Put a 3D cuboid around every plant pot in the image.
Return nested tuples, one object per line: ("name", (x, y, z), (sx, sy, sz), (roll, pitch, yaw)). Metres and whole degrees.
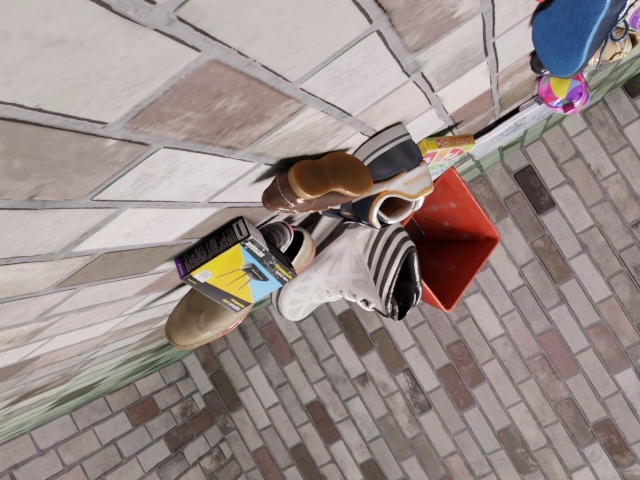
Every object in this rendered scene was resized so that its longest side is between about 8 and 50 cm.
("plant pot", (0.257, -0.009, 1.684), (0.267, 0.267, 0.235), (-50, -154, -20))

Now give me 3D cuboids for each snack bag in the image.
("snack bag", (0.536, -0.323, 1.706), (0.342, 0.037, 0.323), (-33, 173, 16))

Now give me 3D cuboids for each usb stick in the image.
("usb stick", (0.435, -0.322, 1.147), (0.077, 0.045, 0.278), (-34, 173, 31))

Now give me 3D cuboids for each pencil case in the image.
("pencil case", (0.531, -0.321, 1.393), (0.104, 0.105, 0.236), (-34, 174, 28))

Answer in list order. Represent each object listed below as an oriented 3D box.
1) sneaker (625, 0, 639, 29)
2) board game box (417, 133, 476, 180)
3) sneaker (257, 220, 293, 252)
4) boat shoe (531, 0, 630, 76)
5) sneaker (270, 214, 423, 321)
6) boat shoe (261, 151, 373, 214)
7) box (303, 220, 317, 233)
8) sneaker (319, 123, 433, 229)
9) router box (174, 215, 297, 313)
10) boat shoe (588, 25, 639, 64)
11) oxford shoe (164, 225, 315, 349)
("sneaker", (0.598, -0.409, 1.114), (0.068, 0.071, 0.170), (-29, 175, -12))
("board game box", (0.207, -0.148, 1.375), (0.124, 0.039, 0.259), (-11, 166, -27))
("sneaker", (-0.126, 0.021, 1.135), (0.170, 0.063, 0.075), (-27, -179, 10))
("boat shoe", (0.330, -0.272, 0.764), (0.089, 0.109, 0.258), (-34, 176, -1))
("sneaker", (0.052, 0.108, 1.389), (0.169, 0.258, 0.448), (-17, 153, -39))
("boat shoe", (-0.003, -0.078, 0.903), (0.073, 0.073, 0.207), (-33, 167, 34))
("box", (0.000, 0.000, 1.625), (0.232, 0.059, 0.322), (-29, 175, -14))
("sneaker", (0.085, -0.074, 1.107), (0.126, 0.128, 0.321), (-30, 176, -20))
("router box", (-0.134, 0.046, 1.055), (0.133, 0.046, 0.179), (-31, 148, 8))
("boat shoe", (0.550, -0.366, 1.197), (0.059, 0.063, 0.170), (19, -141, 35))
("oxford shoe", (-0.164, 0.079, 1.239), (0.348, 0.123, 0.130), (-40, 171, -6))
